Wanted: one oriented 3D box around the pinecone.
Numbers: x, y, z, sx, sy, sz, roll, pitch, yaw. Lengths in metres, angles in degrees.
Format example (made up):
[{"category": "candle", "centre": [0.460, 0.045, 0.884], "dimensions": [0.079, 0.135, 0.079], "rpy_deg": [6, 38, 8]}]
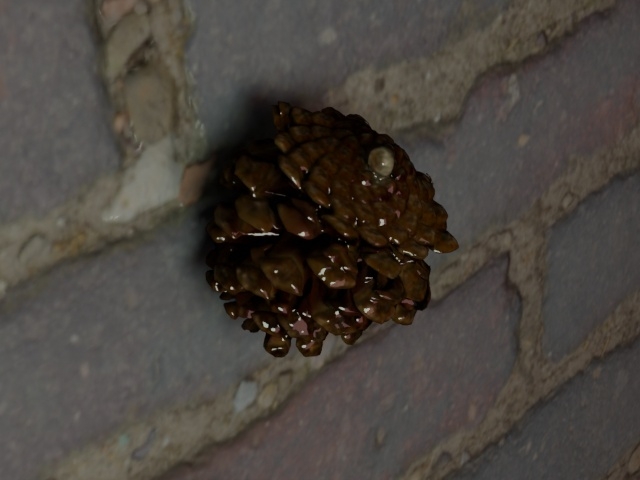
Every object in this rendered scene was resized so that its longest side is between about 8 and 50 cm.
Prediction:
[{"category": "pinecone", "centre": [0.000, 0.000, 0.956], "dimensions": [0.173, 0.173, 0.173], "rpy_deg": [-26, 126, -42]}]
